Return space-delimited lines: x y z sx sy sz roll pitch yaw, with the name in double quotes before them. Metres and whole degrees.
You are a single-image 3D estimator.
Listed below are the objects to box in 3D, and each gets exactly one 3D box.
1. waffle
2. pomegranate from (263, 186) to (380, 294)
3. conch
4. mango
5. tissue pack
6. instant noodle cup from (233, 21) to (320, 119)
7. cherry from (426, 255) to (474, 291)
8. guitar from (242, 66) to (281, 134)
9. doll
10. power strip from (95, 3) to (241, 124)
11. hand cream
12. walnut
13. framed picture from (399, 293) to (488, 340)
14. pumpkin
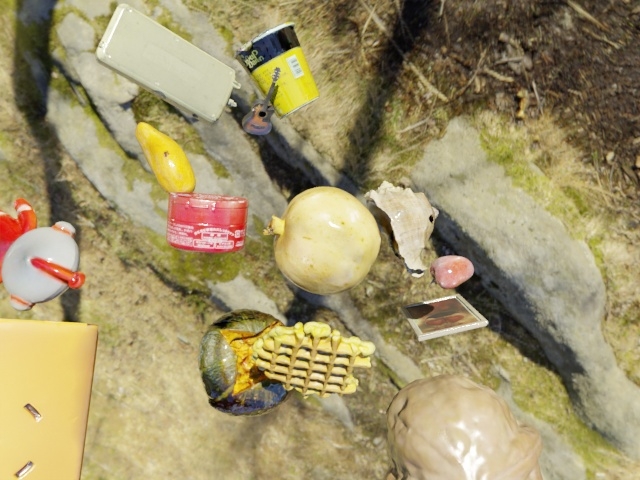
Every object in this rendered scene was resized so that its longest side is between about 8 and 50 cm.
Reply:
"waffle" -0.016 0.288 1.274 0.282 0.058 0.301 27 136 -17
"pomegranate" 0.000 0.000 1.495 0.319 0.319 0.319 9 125 13
"conch" 0.244 -0.062 1.587 0.186 0.324 0.263 -43 146 12
"mango" -0.508 -0.266 1.791 0.295 0.120 0.177 59 165 16
"tissue pack" -0.400 0.235 0.663 0.194 0.274 0.145 10 167 -30
"instant noodle cup" -0.118 -0.505 1.632 0.215 0.215 0.236 -23 103 30
"cherry" 0.356 0.084 1.493 0.106 0.126 0.087 17 133 57
"guitar" -0.161 -0.405 1.576 0.088 0.025 0.233 6 136 -24
"doll" -0.394 0.018 0.709 0.245 0.142 0.076 17 165 22
"power strip" -0.172 -0.201 0.638 0.169 0.076 0.028 27 167 -31
"hand cream" -0.313 -0.052 1.500 0.230 0.230 0.149 6 96 15
"walnut" 0.208 0.330 0.802 0.227 0.273 0.273 6 125 0
"framed picture" 0.383 0.239 1.719 0.211 0.289 0.020 -12 100 0
"pumpkin" -0.205 0.355 1.578 0.320 0.320 0.192 35 147 -6
